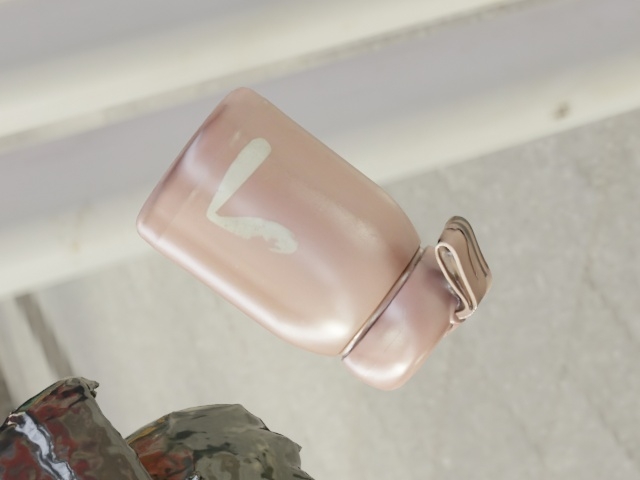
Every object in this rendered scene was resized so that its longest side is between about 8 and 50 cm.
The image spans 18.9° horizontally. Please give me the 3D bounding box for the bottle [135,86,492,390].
[{"bbox_3d":[0.000,0.000,1.748,0.297,0.173,0.206,38,129,0],"label":"bottle"}]

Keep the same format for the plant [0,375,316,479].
[{"bbox_3d":[-0.113,0.161,0.907,0.164,0.256,0.142,54,148,22],"label":"plant"}]
